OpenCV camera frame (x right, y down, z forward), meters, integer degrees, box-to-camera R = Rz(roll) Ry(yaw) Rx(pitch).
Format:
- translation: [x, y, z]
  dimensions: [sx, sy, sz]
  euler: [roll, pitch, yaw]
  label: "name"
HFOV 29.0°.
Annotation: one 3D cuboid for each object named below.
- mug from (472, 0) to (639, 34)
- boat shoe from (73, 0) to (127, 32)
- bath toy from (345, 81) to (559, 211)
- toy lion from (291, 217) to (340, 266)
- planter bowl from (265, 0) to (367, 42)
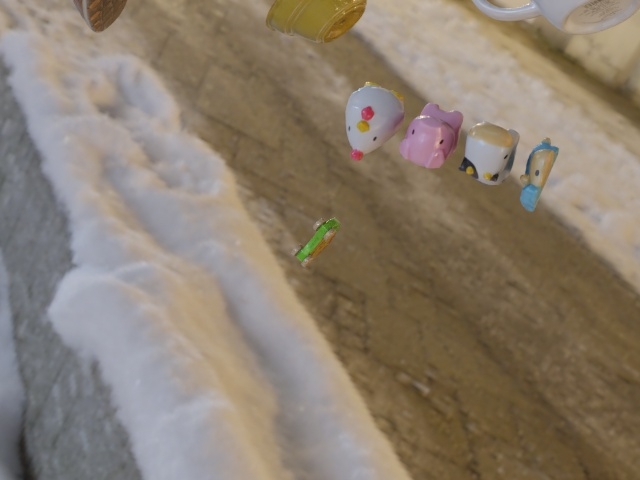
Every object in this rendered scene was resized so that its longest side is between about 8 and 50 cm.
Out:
- translation: [0.466, -0.574, 2.466]
  dimensions: [0.276, 0.374, 0.328]
  euler: [28, 45, -64]
  label: "mug"
- translation: [-0.459, -0.543, 2.432]
  dimensions: [0.116, 0.324, 0.123]
  euler: [39, 64, 20]
  label: "boat shoe"
- translation: [0.192, -0.148, 1.953]
  dimensions: [0.348, 0.129, 0.151]
  euler: [19, -20, 17]
  label: "bath toy"
- translation: [0.000, 0.000, 2.030]
  dimensions: [0.034, 0.100, 0.096]
  euler: [45, 27, 9]
  label: "toy lion"
- translation: [0.016, -0.414, 2.183]
  dimensions: [0.090, 0.217, 0.217]
  euler: [51, 23, 9]
  label: "planter bowl"
